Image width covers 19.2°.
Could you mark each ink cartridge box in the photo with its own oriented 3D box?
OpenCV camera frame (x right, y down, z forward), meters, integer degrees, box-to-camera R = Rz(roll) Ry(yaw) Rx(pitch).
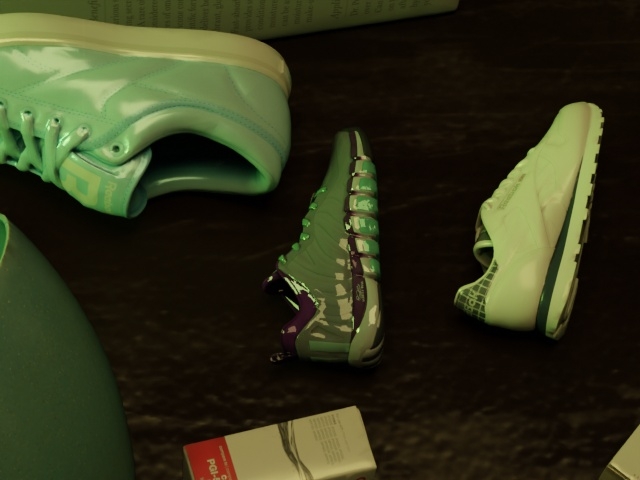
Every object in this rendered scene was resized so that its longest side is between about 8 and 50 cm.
[{"bbox_3d":[-0.032,0.183,1.408,0.135,0.099,0.056,-12,57,-12],"label":"ink cartridge box"}]

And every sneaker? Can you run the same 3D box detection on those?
[{"bbox_3d":[0.000,0.000,1.550,0.098,0.083,0.224,-2,56,0],"label":"sneaker"},{"bbox_3d":[0.181,-0.028,1.586,0.094,0.090,0.235,10,53,13],"label":"sneaker"},{"bbox_3d":[-0.200,-0.093,1.563,0.365,0.135,0.150,-3,53,-6],"label":"sneaker"}]

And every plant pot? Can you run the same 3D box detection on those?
[{"bbox_3d":[-0.246,0.152,1.335,0.195,0.290,0.290,42,54,-21],"label":"plant pot"}]

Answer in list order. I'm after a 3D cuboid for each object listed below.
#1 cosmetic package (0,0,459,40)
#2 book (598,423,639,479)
[{"bbox_3d":[-0.100,-0.298,1.656,0.453,0.230,0.161,-10,56,-12],"label":"cosmetic package"},{"bbox_3d":[0.300,0.164,1.495,0.096,0.035,0.144,36,59,14],"label":"book"}]
